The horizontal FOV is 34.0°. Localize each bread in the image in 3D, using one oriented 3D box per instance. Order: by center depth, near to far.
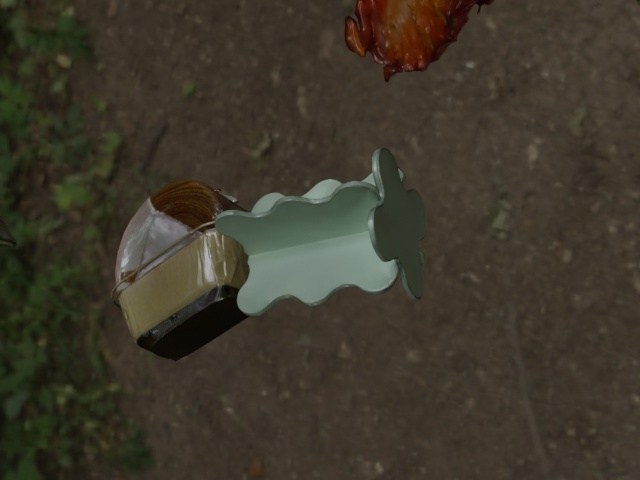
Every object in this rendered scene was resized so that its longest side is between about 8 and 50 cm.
[{"bbox_3d":[-0.174,0.027,1.353,0.224,0.142,0.211,-32,52,24],"label":"bread"}]

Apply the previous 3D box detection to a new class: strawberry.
[{"bbox_3d":[0.076,-0.207,0.732,0.121,0.082,0.188,39,140,20],"label":"strawberry"}]

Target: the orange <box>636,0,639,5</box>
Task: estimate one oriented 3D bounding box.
[{"bbox_3d":[0.613,-0.470,1.581,0.329,0.249,0.329,-13,69,38],"label":"orange"}]

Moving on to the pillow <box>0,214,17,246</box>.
[{"bbox_3d":[-0.499,-0.069,1.291,0.212,0.208,0.052,44,105,37],"label":"pillow"}]

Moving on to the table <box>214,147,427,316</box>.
[{"bbox_3d":[0.000,0.000,1.156,0.198,0.166,0.166,-12,65,25],"label":"table"}]
